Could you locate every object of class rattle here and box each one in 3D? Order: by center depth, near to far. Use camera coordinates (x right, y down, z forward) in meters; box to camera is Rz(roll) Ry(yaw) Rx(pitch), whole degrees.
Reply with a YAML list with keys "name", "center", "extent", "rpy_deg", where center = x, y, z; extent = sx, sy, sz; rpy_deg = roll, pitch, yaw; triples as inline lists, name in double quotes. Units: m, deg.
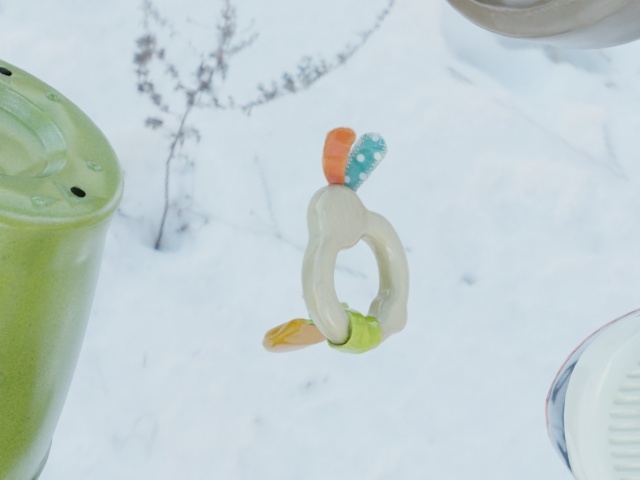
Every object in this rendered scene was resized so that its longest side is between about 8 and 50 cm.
- name: "rattle"
  center: [0.000, 0.000, 1.178]
  extent: [0.130, 0.142, 0.200]
  rpy_deg: [-22, 101, -27]

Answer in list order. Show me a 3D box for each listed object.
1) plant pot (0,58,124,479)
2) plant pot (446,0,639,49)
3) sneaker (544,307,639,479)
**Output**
- name: "plant pot"
  center: [-0.341, 0.037, 1.072]
  extent: [0.366, 0.353, 0.366]
  rpy_deg: [25, 27, -14]
- name: "plant pot"
  center: [0.063, -0.230, 0.613]
  extent: [0.229, 0.263, 0.263]
  rpy_deg: [-1, 61, -33]
- name: "sneaker"
  center: [0.266, 0.068, 0.558]
  extent: [0.350, 0.148, 0.131]
  rpy_deg: [3, 86, -4]
